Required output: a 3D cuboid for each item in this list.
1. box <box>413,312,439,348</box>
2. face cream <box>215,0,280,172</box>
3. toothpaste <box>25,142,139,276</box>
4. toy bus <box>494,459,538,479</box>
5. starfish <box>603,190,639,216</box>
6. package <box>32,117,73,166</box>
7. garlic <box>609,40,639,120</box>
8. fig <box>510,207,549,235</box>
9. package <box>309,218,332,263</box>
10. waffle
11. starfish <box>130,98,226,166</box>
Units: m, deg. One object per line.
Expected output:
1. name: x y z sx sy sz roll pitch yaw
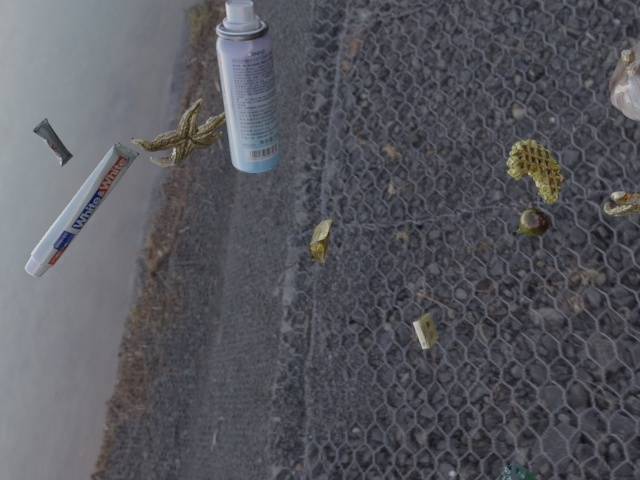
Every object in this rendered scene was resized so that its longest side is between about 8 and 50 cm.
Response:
1. box: 0.271 0.231 1.496 0.020 0.149 0.073 -21 83 20
2. face cream: -0.098 -0.208 0.798 0.075 0.075 0.229 38 142 39
3. toothpaste: -0.326 -0.041 0.791 0.033 0.052 0.218 40 95 20
4. toy bus: 0.435 0.732 1.437 0.199 0.183 0.343 43 103 20
5. starfish: 0.747 -0.071 1.171 0.327 0.375 0.094 -130 47 -80
6. package: -0.533 -0.194 1.170 0.015 0.110 0.037 22 62 26
7. garlic: 0.896 -0.468 1.623 0.245 0.253 0.245 -25 59 51
8. fig: 0.590 -0.045 1.639 0.082 0.084 0.098 60 140 12
9. package: 0.000 0.000 1.556 0.047 0.131 0.071 14 59 7
10. waffle: 0.575 -0.186 1.568 0.051 0.194 0.149 -16 40 58
11. starfish: -0.313 -0.257 1.393 0.236 0.277 0.062 -44 70 36
